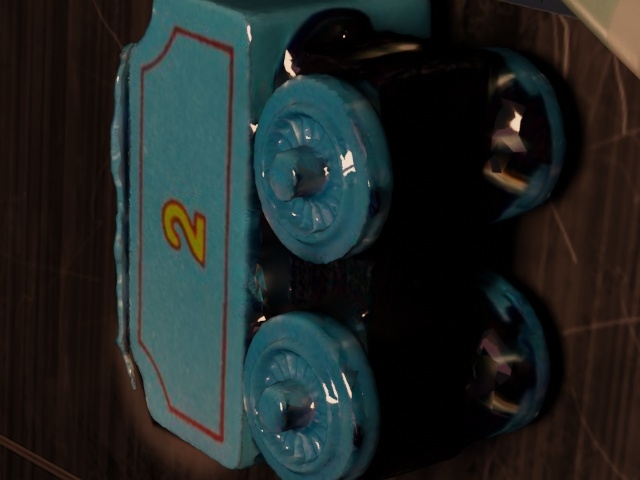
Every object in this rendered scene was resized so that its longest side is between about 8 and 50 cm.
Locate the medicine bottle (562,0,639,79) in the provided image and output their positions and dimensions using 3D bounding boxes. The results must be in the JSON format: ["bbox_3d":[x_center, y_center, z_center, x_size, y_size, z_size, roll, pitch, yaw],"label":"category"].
[{"bbox_3d":[0.102,-0.232,1.058,0.352,0.110,0.110,50,131,25],"label":"medicine bottle"}]

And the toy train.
[{"bbox_3d":[0.000,0.000,1.205,0.265,0.188,0.300,25,120,46],"label":"toy train"}]

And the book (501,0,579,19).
[{"bbox_3d":[0.075,-0.263,1.176,0.322,0.018,0.228,20,114,43],"label":"book"}]
